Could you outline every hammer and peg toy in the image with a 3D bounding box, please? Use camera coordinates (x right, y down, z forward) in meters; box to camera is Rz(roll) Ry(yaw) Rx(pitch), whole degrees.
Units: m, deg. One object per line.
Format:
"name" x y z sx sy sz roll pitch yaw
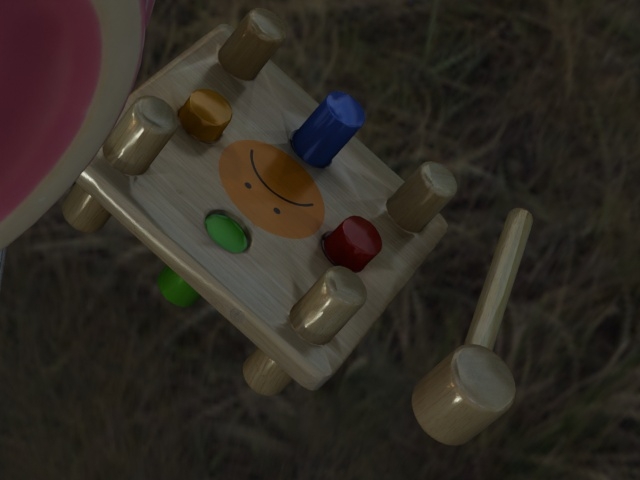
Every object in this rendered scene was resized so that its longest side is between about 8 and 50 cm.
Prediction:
"hammer and peg toy" 0.000 0.000 1.369 0.361 0.127 0.266 41 38 0

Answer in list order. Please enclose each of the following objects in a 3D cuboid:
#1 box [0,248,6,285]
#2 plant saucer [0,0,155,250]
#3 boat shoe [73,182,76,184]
"box" -0.369 -0.016 1.362 0.262 0.231 0.127 8 42 -9
"plant saucer" -0.196 -0.063 0.700 0.332 0.332 0.084 -29 64 -15
"boat shoe" -0.246 -0.166 1.416 0.113 0.306 0.105 25 52 33
